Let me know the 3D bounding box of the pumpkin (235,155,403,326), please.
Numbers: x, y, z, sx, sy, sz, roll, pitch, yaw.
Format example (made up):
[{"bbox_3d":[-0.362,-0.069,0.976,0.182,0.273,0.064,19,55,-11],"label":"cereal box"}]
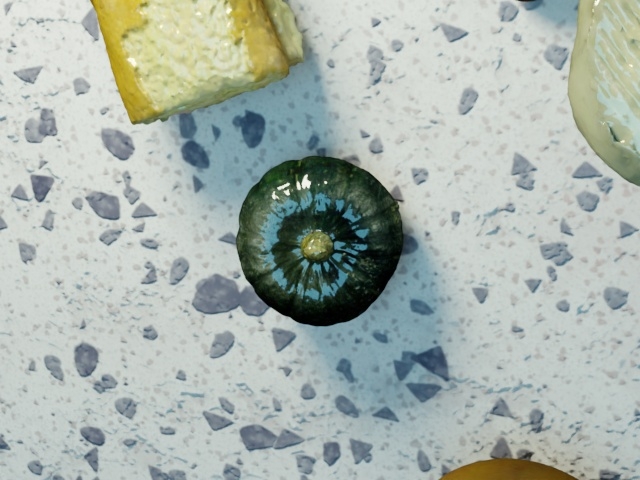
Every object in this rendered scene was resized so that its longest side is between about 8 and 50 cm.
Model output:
[{"bbox_3d":[-0.002,0.001,1.655,0.211,0.152,0.211,5,109,16],"label":"pumpkin"}]

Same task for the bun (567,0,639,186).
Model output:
[{"bbox_3d":[0.429,-0.204,1.404,0.359,0.211,0.360,1,95,15],"label":"bun"}]

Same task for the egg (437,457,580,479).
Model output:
[{"bbox_3d":[0.251,0.421,1.595,0.282,0.282,0.351,-35,95,26],"label":"egg"}]

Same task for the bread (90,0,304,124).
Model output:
[{"bbox_3d":[-0.190,-0.339,1.633,0.236,0.165,0.375,-18,98,27],"label":"bread"}]
